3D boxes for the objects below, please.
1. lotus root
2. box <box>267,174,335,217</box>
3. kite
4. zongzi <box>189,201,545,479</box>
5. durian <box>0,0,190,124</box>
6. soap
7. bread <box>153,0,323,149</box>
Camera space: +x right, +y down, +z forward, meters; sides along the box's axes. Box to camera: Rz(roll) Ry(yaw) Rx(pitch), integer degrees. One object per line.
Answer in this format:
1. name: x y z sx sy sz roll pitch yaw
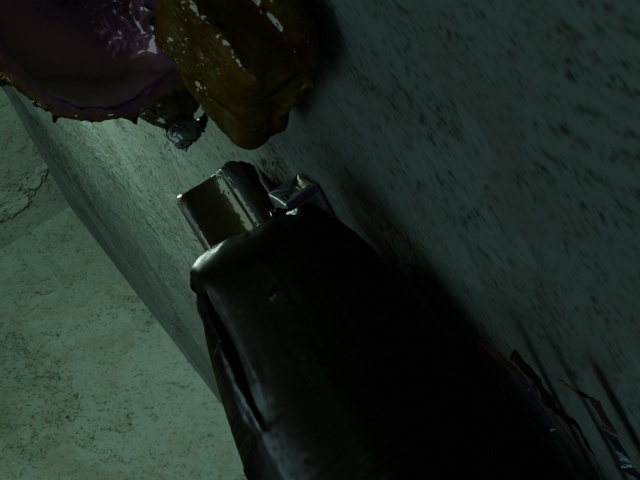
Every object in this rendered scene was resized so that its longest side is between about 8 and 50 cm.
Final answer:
1. lotus root: -0.161 -0.161 1.535 0.165 0.088 0.088 56 169 1
2. box: 0.000 0.000 1.428 0.117 0.036 0.050 61 169 -26
3. kite: 0.225 0.214 1.094 0.360 0.022 0.204 57 170 -22
4. zongzi: 0.061 0.184 1.350 0.403 0.208 0.432 59 -178 19
5. durian: -0.235 -0.247 1.405 0.341 0.191 0.112 62 -177 -32
6. soap: -0.034 0.050 1.539 0.257 0.080 0.160 58 -175 3
7. bread: -0.060 -0.141 1.178 0.139 0.077 0.271 52 171 3
